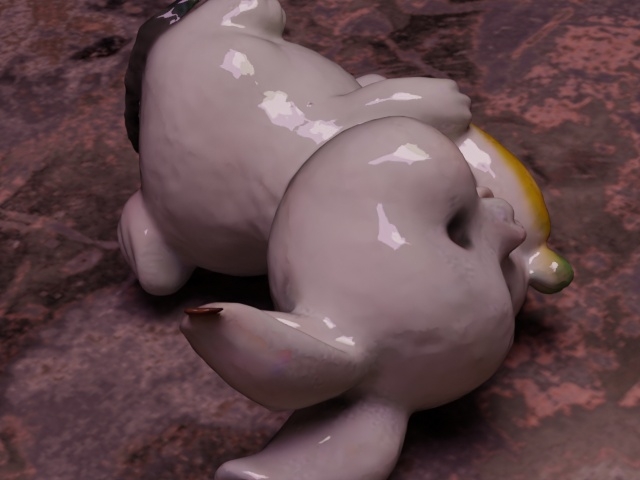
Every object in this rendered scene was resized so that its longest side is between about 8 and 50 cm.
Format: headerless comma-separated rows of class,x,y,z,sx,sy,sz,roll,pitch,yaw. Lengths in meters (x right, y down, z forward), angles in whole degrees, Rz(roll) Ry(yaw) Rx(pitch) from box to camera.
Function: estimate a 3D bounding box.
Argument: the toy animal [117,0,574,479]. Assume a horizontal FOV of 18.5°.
toy animal,0.005,-0.005,1.112,0.247,0.182,0.310,-22,48,-13
